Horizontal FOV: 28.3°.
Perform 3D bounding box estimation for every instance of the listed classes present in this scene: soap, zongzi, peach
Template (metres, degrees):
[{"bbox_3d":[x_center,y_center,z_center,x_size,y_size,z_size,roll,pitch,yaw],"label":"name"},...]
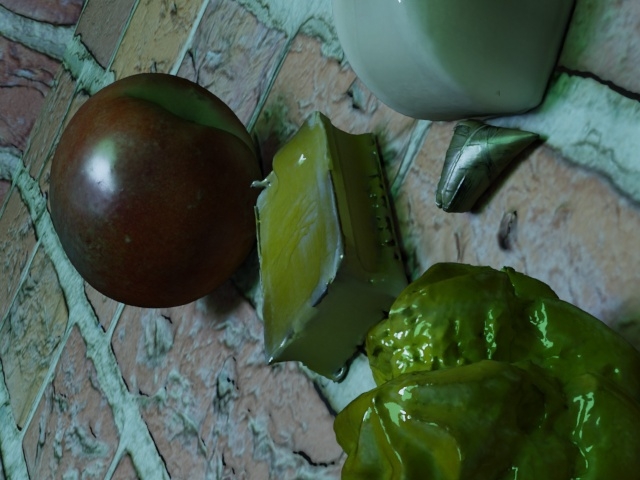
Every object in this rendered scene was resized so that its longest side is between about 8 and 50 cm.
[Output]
[{"bbox_3d":[0.001,0.001,1.150,0.135,0.076,0.233,-54,30,33],"label":"soap"},{"bbox_3d":[0.131,-0.052,0.985,0.083,0.040,0.076,18,95,48],"label":"zongzi"},{"bbox_3d":[-0.181,-0.051,1.381,0.252,0.252,0.252,-45,34,42],"label":"peach"}]

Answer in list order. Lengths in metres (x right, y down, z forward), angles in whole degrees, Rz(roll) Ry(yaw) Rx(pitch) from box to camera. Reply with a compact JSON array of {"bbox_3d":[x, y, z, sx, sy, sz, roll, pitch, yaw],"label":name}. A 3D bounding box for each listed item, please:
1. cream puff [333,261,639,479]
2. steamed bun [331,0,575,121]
[{"bbox_3d":[0.097,0.113,0.754,0.194,0.194,0.221,-43,39,44],"label":"cream puff"},{"bbox_3d":[0.105,-0.223,1.006,0.146,0.164,0.242,-1,71,65],"label":"steamed bun"}]
